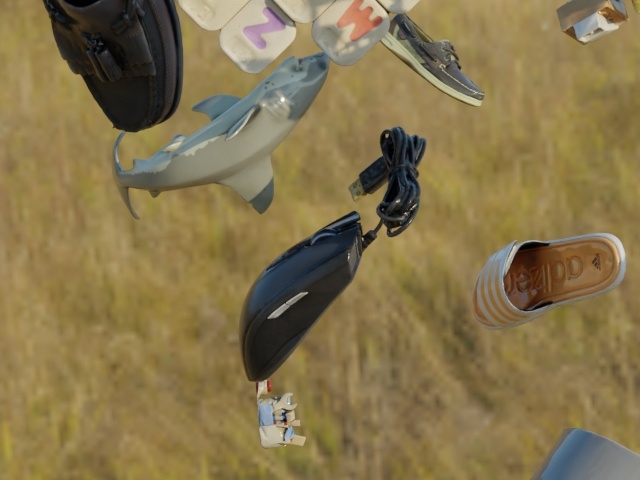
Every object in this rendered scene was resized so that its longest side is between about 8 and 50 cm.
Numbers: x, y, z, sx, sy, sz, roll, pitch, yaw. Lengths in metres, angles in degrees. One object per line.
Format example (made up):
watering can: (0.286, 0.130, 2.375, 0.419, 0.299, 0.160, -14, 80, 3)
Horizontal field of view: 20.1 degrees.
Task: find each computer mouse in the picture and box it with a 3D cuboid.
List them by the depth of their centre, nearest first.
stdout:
computer mouse: (0.000, 0.000, 1.643, 0.060, 0.262, 0.184, 34, 31, -12)

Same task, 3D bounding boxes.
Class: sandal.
sandal: (0.261, 0.041, 2.238, 0.076, 0.102, 0.265, 5, -18, -37)

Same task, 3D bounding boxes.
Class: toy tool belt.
toy tool belt: (-0.044, 0.191, 2.015, 0.051, 0.083, 0.052, -5, 12, -1)

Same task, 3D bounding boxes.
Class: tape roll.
tape roll: (0.322, 0.284, 1.857, 0.072, 0.219, 0.219, -54, 31, -13)

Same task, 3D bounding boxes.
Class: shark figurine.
shark figurine: (-0.104, -0.068, 1.762, 0.278, 0.116, 0.166, -26, 22, 24)

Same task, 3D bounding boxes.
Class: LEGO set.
LEGO set: (0.285, -0.261, 1.425, 0.132, 0.107, 0.287, -24, -5, -27)

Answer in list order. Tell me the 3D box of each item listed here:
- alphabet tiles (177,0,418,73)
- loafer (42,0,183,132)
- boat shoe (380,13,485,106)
alphabet tiles: (-0.026, -0.304, 1.681, 0.278, 0.284, 0.021, -43, 9, 11)
loafer: (-0.191, -0.219, 1.445, 0.109, 0.302, 0.095, 0, 26, 24)
boat shoe: (0.130, -0.208, 2.057, 0.152, 0.049, 0.056, 39, 15, 20)
